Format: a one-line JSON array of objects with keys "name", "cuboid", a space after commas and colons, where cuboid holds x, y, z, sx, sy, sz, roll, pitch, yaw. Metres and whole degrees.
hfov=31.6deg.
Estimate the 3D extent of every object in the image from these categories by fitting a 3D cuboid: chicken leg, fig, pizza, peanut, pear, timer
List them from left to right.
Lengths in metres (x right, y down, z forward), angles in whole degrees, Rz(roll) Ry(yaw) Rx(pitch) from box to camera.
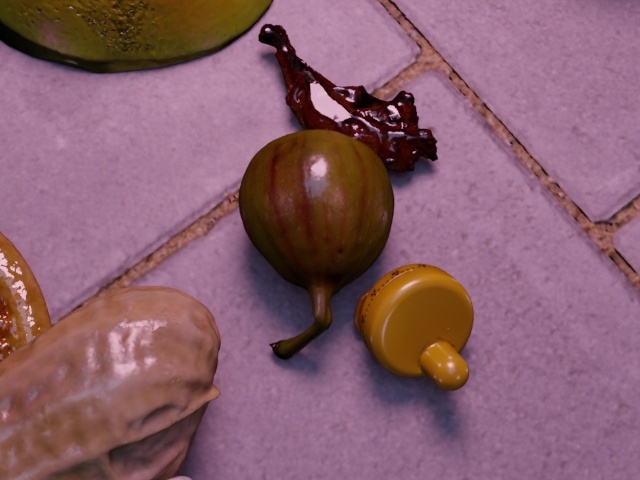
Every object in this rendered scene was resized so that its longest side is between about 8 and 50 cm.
[{"name": "pizza", "cuboid": [-0.373, 0.054, 1.043, 0.292, 0.058, 0.197, 43, 76, 10]}, {"name": "peanut", "cuboid": [-0.227, 0.170, 0.968, 0.340, 0.158, 0.174, -32, 121, -9]}, {"name": "pear", "cuboid": [-0.203, -0.381, 1.130, 0.399, 0.165, 0.398, 1, 73, -3]}, {"name": "fig", "cuboid": [-0.006, -0.011, 1.039, 0.148, 0.142, 0.186, -15, 59, 20]}, {"name": "chicken leg", "cuboid": [0.021, -0.135, 1.128, 0.219, 0.048, 0.089, 28, 70, 5]}, {"name": "timer", "cuboid": [0.093, 0.078, 1.035, 0.107, 0.109, 0.107, -9, 114, -20]}]

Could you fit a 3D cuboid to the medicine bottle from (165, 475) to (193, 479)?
[{"name": "medicine bottle", "cuboid": [-0.131, 0.252, 0.912, 0.078, 0.219, 0.115, 44, 75, 9]}]
